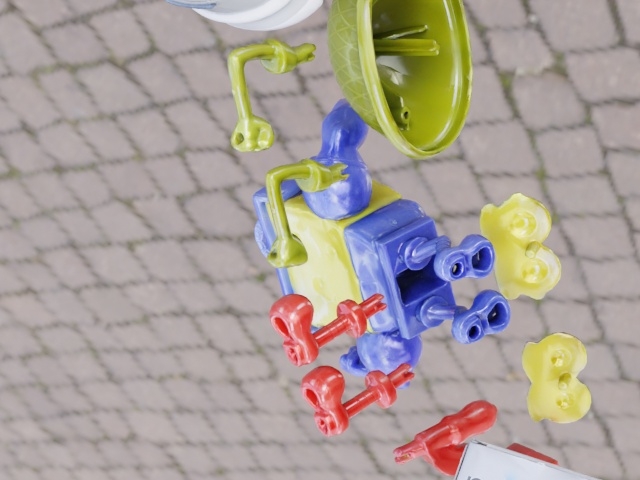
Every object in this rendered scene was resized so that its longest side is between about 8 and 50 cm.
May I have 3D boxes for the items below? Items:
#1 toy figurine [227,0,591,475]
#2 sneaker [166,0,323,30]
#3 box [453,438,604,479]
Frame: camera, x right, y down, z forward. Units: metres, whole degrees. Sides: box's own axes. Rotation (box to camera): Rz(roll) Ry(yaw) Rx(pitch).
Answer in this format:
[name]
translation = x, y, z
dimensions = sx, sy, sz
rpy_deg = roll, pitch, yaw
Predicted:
[toy figurine]
translation = 0.000, 0.000, 0.966
dimensions = 0.217, 0.191, 0.362
rpy_deg = 17, 132, 53
[sneaker]
translation = -0.036, -0.226, 0.612
dimensions = 0.105, 0.115, 0.281
rpy_deg = 2, 96, 30
[box]
translation = 0.149, 0.232, 0.659
dimensions = 0.127, 0.231, 0.262
rpy_deg = 29, 168, -40
